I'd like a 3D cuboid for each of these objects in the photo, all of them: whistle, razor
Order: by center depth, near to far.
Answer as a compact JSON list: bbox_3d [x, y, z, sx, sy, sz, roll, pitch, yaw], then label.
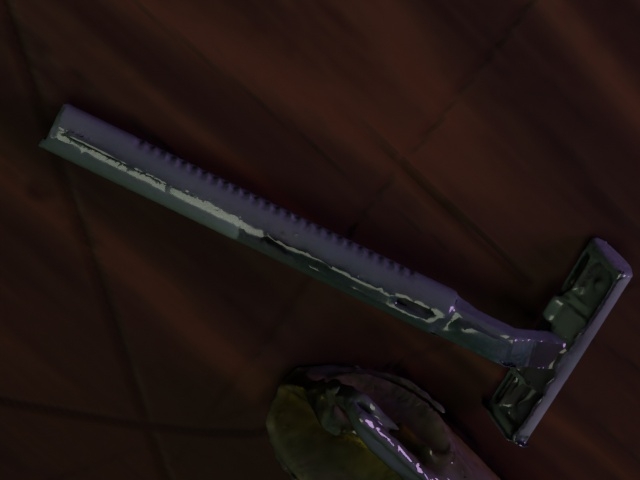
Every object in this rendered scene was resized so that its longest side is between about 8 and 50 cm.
[{"bbox_3d":[-0.001,0.003,0.664,0.211,0.036,0.084,23,117,-10],"label":"razor"},{"bbox_3d":[0.103,0.163,0.733,0.326,0.068,0.057,47,71,-20],"label":"whistle"}]
